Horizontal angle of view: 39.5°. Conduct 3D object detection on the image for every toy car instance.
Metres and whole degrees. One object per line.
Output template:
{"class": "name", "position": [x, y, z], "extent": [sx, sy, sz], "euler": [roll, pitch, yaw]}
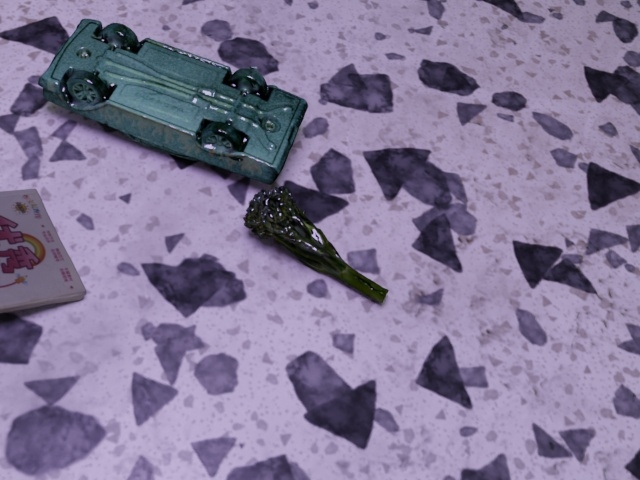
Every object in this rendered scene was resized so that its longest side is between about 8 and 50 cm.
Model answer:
{"class": "toy car", "position": [-0.187, -0.173, 1.142], "extent": [0.321, 0.097, 0.141], "euler": [20, 54, 0]}

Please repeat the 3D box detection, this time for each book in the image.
{"class": "book", "position": [-0.391, 0.016, 0.966], "extent": [0.232, 0.022, 0.162], "euler": [-10, 58, -40]}

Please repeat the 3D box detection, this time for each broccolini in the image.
{"class": "broccolini", "position": [-0.010, 0.017, 1.084], "extent": [0.202, 0.091, 0.068], "euler": [45, 101, 5]}
